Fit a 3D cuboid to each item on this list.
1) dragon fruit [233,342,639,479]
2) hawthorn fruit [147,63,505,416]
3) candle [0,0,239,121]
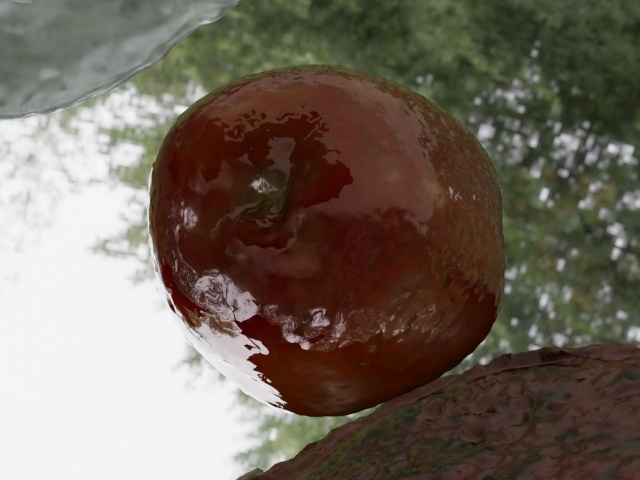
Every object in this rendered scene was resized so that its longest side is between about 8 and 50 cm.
[{"bbox_3d":[0.069,0.158,0.630,0.317,0.152,0.205,-22,-161,-6],"label":"dragon fruit"},{"bbox_3d":[0.000,0.000,0.553,0.133,0.133,0.138,33,-176,29],"label":"hawthorn fruit"},{"bbox_3d":[-0.055,-0.122,0.375,0.168,0.192,0.068,-8,-138,-19],"label":"candle"}]
